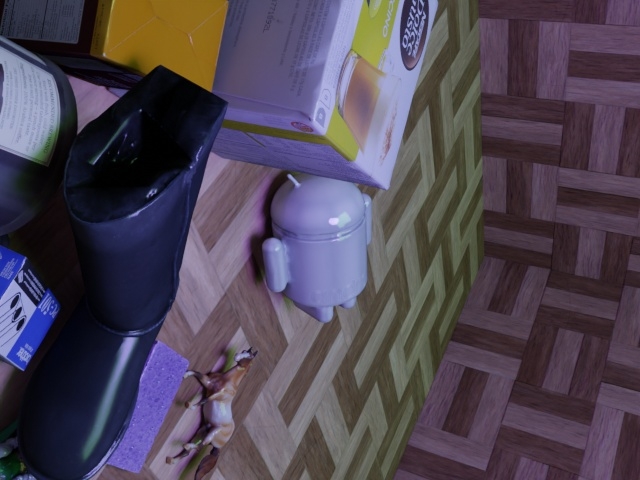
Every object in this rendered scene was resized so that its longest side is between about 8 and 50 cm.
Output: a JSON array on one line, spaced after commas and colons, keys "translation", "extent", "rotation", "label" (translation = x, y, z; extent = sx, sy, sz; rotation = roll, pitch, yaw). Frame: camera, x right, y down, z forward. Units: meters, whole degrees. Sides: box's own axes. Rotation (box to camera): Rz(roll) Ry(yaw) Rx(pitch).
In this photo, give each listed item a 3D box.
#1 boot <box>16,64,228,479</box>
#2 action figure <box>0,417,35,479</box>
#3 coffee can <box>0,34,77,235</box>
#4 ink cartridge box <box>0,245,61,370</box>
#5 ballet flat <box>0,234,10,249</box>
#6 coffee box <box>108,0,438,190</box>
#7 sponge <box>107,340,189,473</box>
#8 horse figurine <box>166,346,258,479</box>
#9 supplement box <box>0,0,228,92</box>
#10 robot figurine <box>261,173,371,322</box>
[{"translation": [-0.244, 0.069, 0.779], "extent": [0.445, 0.146, 0.367], "rotation": [127, -19, -56], "label": "boot"}, {"translation": [-0.393, 0.284, 0.922], "extent": [0.232, 0.063, 0.137], "rotation": [-34, 134, -51], "label": "action figure"}, {"translation": [-0.386, -0.128, 0.578], "extent": [0.275, 0.201, 0.201], "rotation": [26, 78, -63], "label": "coffee can"}, {"translation": [-0.368, 0.084, 0.789], "extent": [0.207, 0.046, 0.097], "rotation": [117, -3, -67], "label": "ink cartridge box"}, {"translation": [-0.443, 0.040, 0.681], "extent": [0.280, 0.095, 0.096], "rotation": [-59, 141, -54], "label": "ballet flat"}, {"translation": [-0.050, -0.303, 1.029], "extent": [0.334, 0.338, 0.338], "rotation": [26, 78, -64], "label": "coffee box"}, {"translation": [-0.302, 0.282, 1.137], "extent": [0.210, 0.031, 0.117], "rotation": [-68, 153, -20], "label": "sponge"}, {"translation": [-0.214, 0.343, 1.308], "extent": [0.174, 0.066, 0.263], "rotation": [-1, 100, -58], "label": "horse figurine"}, {"translation": [-0.251, -0.262, 0.800], "extent": [0.191, 0.194, 0.129], "rotation": [7, 95, -64], "label": "supplement box"}, {"translation": [0.000, 0.000, 1.431], "extent": [0.300, 0.200, 0.353], "rotation": [-31, 130, -36], "label": "robot figurine"}]
